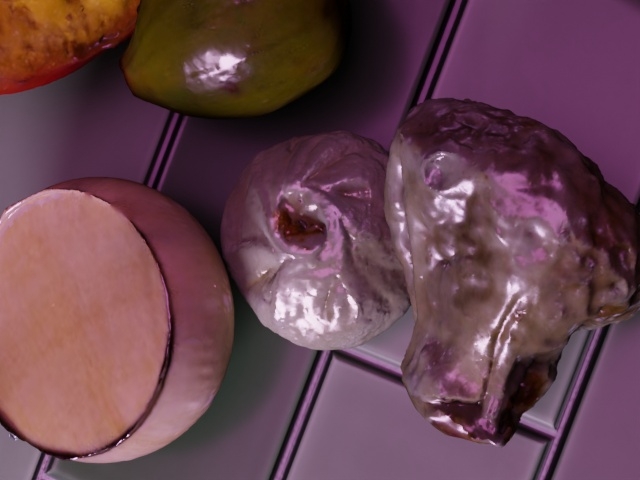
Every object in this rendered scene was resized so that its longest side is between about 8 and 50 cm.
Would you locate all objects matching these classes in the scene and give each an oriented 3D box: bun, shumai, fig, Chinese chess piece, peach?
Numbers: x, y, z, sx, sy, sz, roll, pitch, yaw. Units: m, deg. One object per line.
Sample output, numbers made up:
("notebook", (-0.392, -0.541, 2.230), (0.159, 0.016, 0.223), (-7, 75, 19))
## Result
("bun", (0.000, 0.000, 1.303), (0.195, 0.118, 0.196), (-1, 86, 14))
("shumai", (0.130, 0.028, 1.180), (0.222, 0.225, 0.261), (-45, 110, -19))
("fig", (-0.080, -0.203, 1.298), (0.225, 0.203, 0.203), (-24, 78, 8))
("Chinese chess piece", (-0.199, 0.071, 1.329), (0.257, 0.104, 0.257), (2, 94, 32))
("peach", (-0.262, -0.282, 1.338), (0.338, 0.281, 0.281), (-22, 79, 13))

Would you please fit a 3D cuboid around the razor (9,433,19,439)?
("razor", (-0.373, 0.157, 1.441), (0.191, 0.068, 0.037), (0, 50, 24))
